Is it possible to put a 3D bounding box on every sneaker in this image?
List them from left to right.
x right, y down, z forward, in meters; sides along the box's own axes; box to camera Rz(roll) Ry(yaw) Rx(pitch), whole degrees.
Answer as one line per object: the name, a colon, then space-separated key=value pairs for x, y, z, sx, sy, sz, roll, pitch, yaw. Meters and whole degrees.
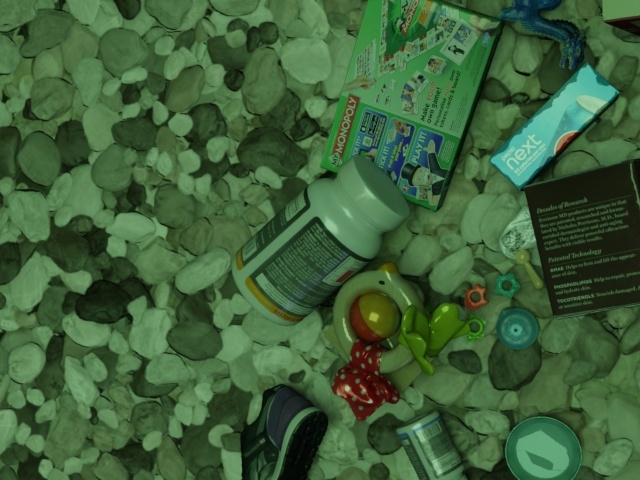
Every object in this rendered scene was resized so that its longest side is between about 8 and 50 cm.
sneaker: x=-0.091 y=0.381 z=1.588 sx=0.124 sy=0.107 sz=0.283 roll=35 pitch=106 yaw=38

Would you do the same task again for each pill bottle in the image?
pill bottle: x=0.000 y=0.000 z=1.487 sx=0.278 sy=0.162 sz=0.162 roll=-41 pitch=80 yaw=21
pill bottle: x=0.186 y=0.354 z=1.501 sx=0.078 sy=0.078 sz=0.137 roll=-27 pitch=84 yaw=15

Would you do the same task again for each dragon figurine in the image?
dragon figurine: x=0.333 y=-0.398 z=1.434 sx=0.144 sy=0.085 sz=0.289 roll=-11 pitch=93 yaw=14

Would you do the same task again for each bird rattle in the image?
bird rattle: x=0.102 y=0.149 z=1.449 sx=0.253 sy=0.143 sz=0.206 roll=-39 pitch=72 yaw=42

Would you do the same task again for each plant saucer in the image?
plant saucer: x=0.358 y=0.340 z=1.479 sx=0.120 sy=0.021 sz=0.119 roll=1 pitch=92 yaw=17

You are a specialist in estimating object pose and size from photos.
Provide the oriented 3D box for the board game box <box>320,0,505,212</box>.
board game box: x=0.142 y=-0.230 z=1.477 sx=0.214 sy=0.046 sz=0.317 roll=23 pitch=112 yaw=16

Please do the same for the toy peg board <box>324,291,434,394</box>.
toy peg board: x=0.122 y=0.149 z=1.527 sx=0.161 sy=0.079 sz=0.160 roll=43 pitch=118 yaw=11

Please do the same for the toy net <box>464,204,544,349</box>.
toy net: x=0.303 y=0.057 z=1.479 sx=0.122 sy=0.045 sz=0.232 roll=10 pitch=93 yaw=18

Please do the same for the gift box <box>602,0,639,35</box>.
gift box: x=0.529 y=-0.434 z=1.299 sx=0.255 sy=0.276 sz=0.258 roll=-1 pitch=95 yaw=30

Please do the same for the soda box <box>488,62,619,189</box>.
soda box: x=0.366 y=-0.175 z=1.441 sx=0.210 sy=0.067 sz=0.071 roll=-46 pitch=79 yaw=13

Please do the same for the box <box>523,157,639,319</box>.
box: x=0.427 y=-0.006 z=1.355 sx=0.167 sy=0.168 sz=0.203 roll=-15 pitch=86 yaw=36
